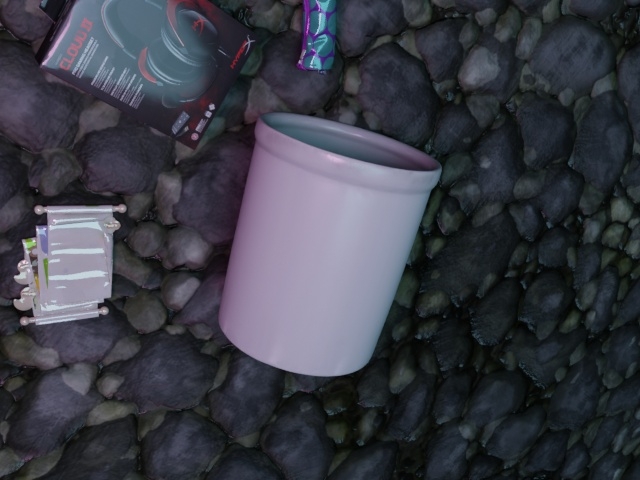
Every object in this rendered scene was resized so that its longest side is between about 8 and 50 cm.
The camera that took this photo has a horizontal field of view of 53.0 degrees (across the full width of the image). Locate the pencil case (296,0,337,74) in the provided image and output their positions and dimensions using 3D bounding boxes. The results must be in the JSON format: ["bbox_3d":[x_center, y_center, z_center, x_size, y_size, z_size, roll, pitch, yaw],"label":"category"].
[{"bbox_3d":[-0.007,-0.375,1.135,0.070,0.065,0.151,-15,119,-39],"label":"pencil case"}]

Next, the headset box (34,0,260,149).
[{"bbox_3d":[-0.279,-0.309,0.996,0.293,0.110,0.218,28,98,-34],"label":"headset box"}]

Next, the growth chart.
[{"bbox_3d":[-0.441,0.043,1.125,0.172,0.021,0.237,3,110,-28],"label":"growth chart"}]

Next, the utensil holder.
[{"bbox_3d":[0.000,0.000,1.156,0.328,0.327,0.385,6,111,-29],"label":"utensil holder"}]
